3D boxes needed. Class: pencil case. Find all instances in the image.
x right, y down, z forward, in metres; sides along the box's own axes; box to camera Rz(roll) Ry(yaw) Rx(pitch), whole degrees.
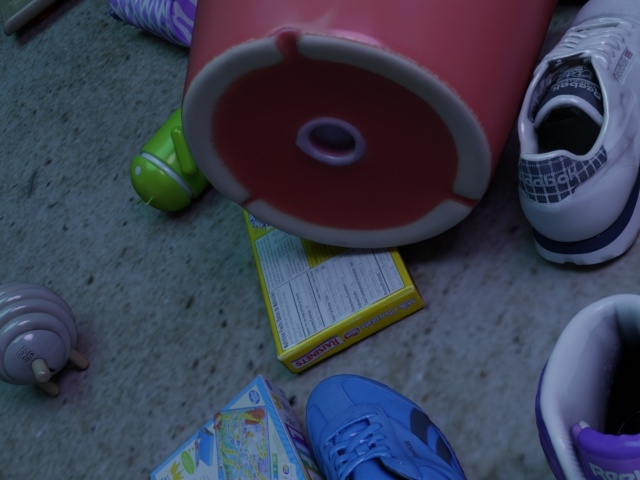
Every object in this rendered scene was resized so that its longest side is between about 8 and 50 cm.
[{"bbox_3d":[-0.183,-0.285,1.047,0.086,0.088,0.206,-48,40,-10],"label":"pencil case"}]

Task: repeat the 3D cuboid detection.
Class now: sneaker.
[{"bbox_3d":[0.128,0.148,0.318,0.102,0.161,0.282,-19,43,20],"label":"sneaker"},{"bbox_3d":[0.037,0.127,0.472,0.069,0.082,0.209,-40,37,1],"label":"sneaker"},{"bbox_3d":[0.180,-0.099,0.575,0.090,0.095,0.235,-8,46,34],"label":"sneaker"}]

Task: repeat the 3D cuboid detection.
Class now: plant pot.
[{"bbox_3d":[0.032,-0.146,0.603,0.275,0.275,0.243,-10,48,31],"label":"plant pot"}]

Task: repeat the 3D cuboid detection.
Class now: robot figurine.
[{"bbox_3d":[-0.127,-0.075,0.809,0.115,0.067,0.101,-51,18,-14],"label":"robot figurine"}]

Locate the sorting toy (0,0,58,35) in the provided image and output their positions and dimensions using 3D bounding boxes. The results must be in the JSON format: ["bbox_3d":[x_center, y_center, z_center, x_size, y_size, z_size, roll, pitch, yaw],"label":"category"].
[{"bbox_3d":[-0.380,-0.444,1.403,0.307,0.041,0.229,-37,34,1],"label":"sorting toy"}]

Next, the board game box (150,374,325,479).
[{"bbox_3d":[-0.043,0.167,0.525,0.103,0.026,0.154,-42,38,8],"label":"board game box"}]

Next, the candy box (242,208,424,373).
[{"bbox_3d":[0.000,0.000,0.668,0.105,0.027,0.205,-30,39,10],"label":"candy box"}]

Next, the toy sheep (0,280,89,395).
[{"bbox_3d":[-0.241,0.080,0.728,0.091,0.091,0.132,-46,39,-10],"label":"toy sheep"}]
